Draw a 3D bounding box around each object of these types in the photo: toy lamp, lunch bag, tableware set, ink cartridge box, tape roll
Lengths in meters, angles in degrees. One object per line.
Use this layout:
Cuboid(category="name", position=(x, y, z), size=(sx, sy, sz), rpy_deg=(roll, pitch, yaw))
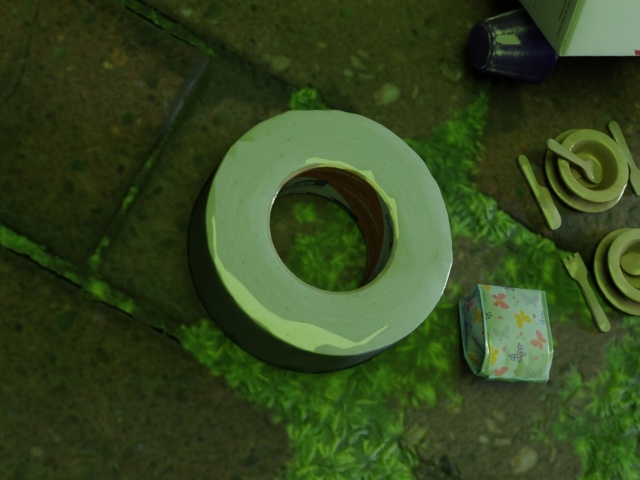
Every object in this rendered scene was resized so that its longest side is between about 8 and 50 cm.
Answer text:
Cuboid(category="toy lamp", position=(0.275, -0.193, 1.276), size=(0.275, 0.080, 0.080), rpy_deg=(-4, 74, -20))
Cuboid(category="lunch bag", position=(0.163, 0.086, 1.159), size=(0.071, 0.053, 0.083), rpy_deg=(5, 62, -19))
Cuboid(category="tableware set", position=(0.280, -0.022, 1.241), size=(0.128, 0.039, 0.194), rpy_deg=(-21, 80, -23))
Cuboid(category="ink cartridge box", position=(0.264, -0.278, 1.233), size=(0.172, 0.100, 0.237), rpy_deg=(-3, 43, -20))
Cuboid(category="tape roll", position=(0.000, 0.000, 1.122), size=(0.219, 0.072, 0.219), rpy_deg=(6, 72, -17))
